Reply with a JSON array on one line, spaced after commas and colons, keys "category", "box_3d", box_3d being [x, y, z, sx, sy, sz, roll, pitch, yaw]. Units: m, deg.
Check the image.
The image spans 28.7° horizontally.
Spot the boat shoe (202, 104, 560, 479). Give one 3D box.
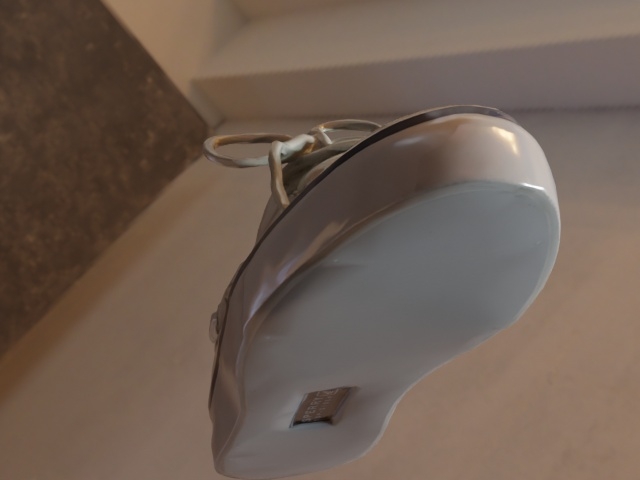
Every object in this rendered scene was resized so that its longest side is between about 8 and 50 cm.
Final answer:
[{"category": "boat shoe", "box_3d": [0.008, 0.000, 0.641, 0.367, 0.135, 0.157, 113, -30, -62]}]
